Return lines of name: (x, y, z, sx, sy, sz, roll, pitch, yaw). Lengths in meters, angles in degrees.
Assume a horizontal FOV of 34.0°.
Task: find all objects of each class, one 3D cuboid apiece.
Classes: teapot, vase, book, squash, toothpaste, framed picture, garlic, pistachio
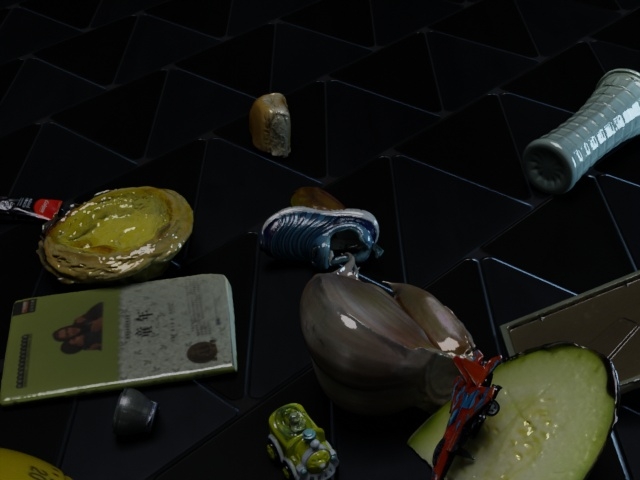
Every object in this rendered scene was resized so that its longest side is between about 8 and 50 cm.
teapot: (-0.255, 0.239, 1.463, 0.057, 0.066, 0.088, 16, 10, -4)
vase: (0.503, -0.201, 1.968, 0.143, 0.143, 0.299, 24, 45, 36)
book: (-0.307, 0.148, 1.622, 0.352, 0.035, 0.239, -7, 35, -5)
squash: (0.255, 0.226, 1.329, 0.204, 0.155, 0.237, -23, 38, -29)
toothpaste: (-0.587, -0.062, 1.975, 0.193, 0.045, 0.071, 3, 34, 1)
framed picture: (0.408, 0.135, 1.472, 0.289, 0.020, 0.211, -23, 31, 11)
garlic: (0.086, 0.127, 1.456, 0.237, 0.210, 0.292, -35, 52, -28)
pistachio: (-0.003, -0.057, 1.884, 0.089, 0.049, 0.173, -22, 37, -23)

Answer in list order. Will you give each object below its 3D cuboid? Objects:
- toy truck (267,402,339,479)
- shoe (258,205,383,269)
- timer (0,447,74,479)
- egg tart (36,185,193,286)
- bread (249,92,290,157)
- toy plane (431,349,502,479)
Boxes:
toy truck: (-0.023, 0.263, 1.370, 0.076, 0.077, 0.111, -21, 37, -23)
shoe: (0.000, 0.000, 1.755, 0.207, 0.091, 0.106, -1, 28, -1)
timer: (-0.313, 0.392, 1.021, 0.387, 0.376, 0.376, 39, 34, -13)
egg tart: (-0.347, 0.001, 1.805, 0.279, 0.095, 0.279, -8, 32, 5)
bread: (-0.102, -0.236, 2.118, 0.082, 0.106, 0.125, -8, 31, -6)
toy plane: (0.182, 0.230, 1.323, 0.061, 0.189, 0.130, 16, -4, -14)
